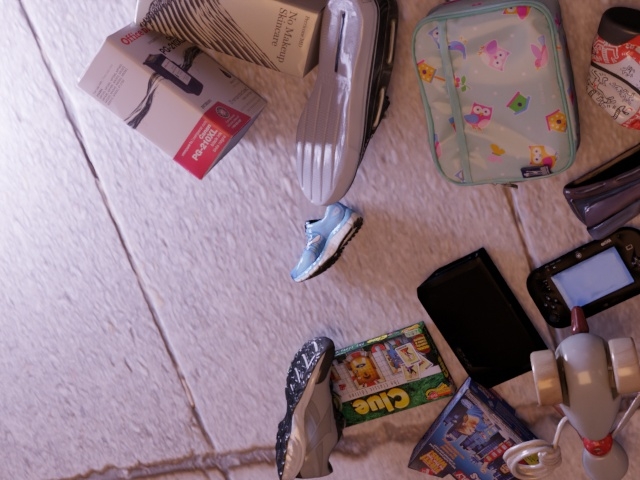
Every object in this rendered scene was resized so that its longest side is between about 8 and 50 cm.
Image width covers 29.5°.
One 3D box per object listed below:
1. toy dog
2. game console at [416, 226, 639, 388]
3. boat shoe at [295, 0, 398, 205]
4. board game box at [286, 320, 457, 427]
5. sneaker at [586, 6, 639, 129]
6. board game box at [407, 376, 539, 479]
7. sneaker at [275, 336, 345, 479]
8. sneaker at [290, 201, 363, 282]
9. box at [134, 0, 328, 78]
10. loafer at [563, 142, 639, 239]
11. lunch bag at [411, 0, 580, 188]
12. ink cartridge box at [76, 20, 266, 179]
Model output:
[{"bbox_3d":[0.410,0.230,1.873,0.220,0.161,0.333,6,139,-1],"label":"toy dog"},{"bbox_3d":[0.345,0.080,1.889,0.361,0.044,0.213,-29,103,25],"label":"game console"},{"bbox_3d":[0.055,-0.207,1.799,0.121,0.119,0.335,36,124,39],"label":"boat shoe"},{"bbox_3d":[0.084,0.235,2.047,0.260,0.030,0.136,-21,108,24],"label":"board game box"},{"bbox_3d":[0.492,-0.206,1.659,0.270,0.090,0.145,28,134,21],"label":"sneaker"},{"bbox_3d":[0.250,0.347,2.030,0.194,0.060,0.194,44,119,-6],"label":"board game box"},{"bbox_3d":[-0.006,0.282,2.038,0.108,0.100,0.271,5,114,-12],"label":"sneaker"},{"bbox_3d":[0.000,0.000,1.958,0.073,0.063,0.162,45,115,14],"label":"sneaker"},{"bbox_3d":[-0.129,-0.340,1.810,0.275,0.094,0.113,18,117,9],"label":"box"},{"bbox_3d":[0.475,-0.119,1.728,0.095,0.109,0.302,46,121,-2],"label":"loafer"},{"bbox_3d":[0.250,-0.210,1.748,0.224,0.108,0.279,-6,112,19],"label":"lunch bag"},{"bbox_3d":[-0.223,-0.224,1.847,0.237,0.172,0.100,38,118,-2],"label":"ink cartridge box"}]
